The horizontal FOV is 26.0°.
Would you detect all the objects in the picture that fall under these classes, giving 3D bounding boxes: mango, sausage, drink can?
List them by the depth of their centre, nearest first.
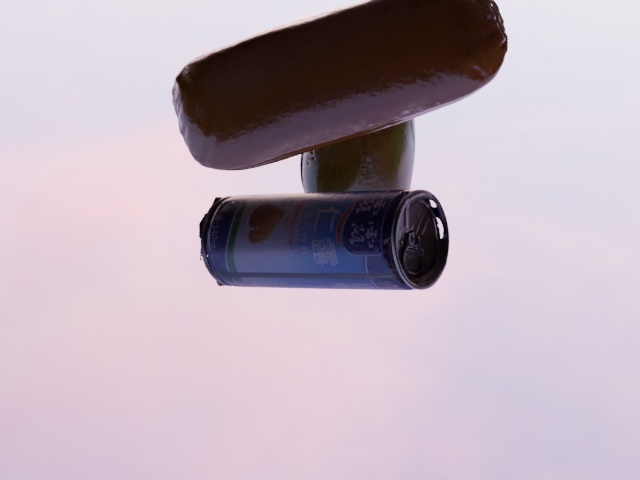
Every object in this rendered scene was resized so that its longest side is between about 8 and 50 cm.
[{"bbox_3d":[0.016,-0.134,1.121,0.274,0.105,0.105,-17,-143,5],"label":"sausage"},{"bbox_3d":[0.000,0.000,1.327,0.235,0.097,0.097,0,-147,38],"label":"drink can"},{"bbox_3d":[0.035,-0.067,1.457,0.125,0.233,0.111,1,-148,-23],"label":"mango"}]
